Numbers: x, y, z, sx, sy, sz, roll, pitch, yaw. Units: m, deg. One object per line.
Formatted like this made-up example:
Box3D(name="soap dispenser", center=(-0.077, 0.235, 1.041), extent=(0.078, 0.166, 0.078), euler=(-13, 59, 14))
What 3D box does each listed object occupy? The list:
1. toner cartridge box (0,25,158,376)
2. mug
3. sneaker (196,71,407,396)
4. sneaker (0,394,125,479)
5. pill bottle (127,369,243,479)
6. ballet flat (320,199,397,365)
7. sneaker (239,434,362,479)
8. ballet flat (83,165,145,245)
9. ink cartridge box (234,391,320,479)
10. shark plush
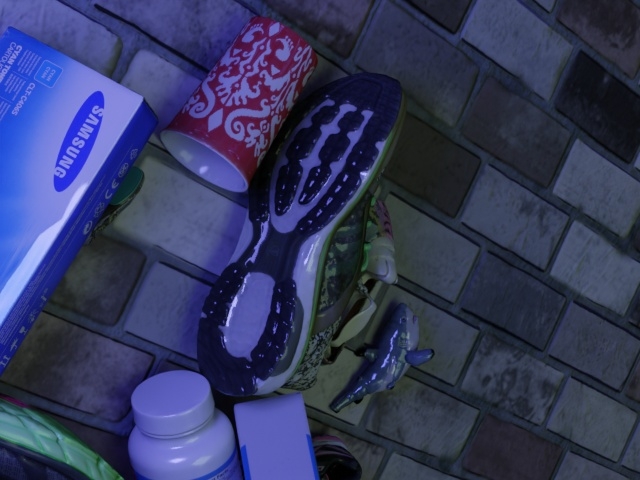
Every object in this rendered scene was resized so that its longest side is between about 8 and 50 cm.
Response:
Box3D(name="toner cartridge box", center=(-0.319, -0.019, 1.758), extent=(0.347, 0.165, 0.075), euler=(-60, 166, -9))
Box3D(name="mug", center=(-0.090, -0.151, 2.011), extent=(0.113, 0.150, 0.169), euler=(35, 74, -11))
Box3D(name="sneaker", center=(0.000, 0.000, 2.125), extent=(0.182, 0.158, 0.410), euler=(28, 88, -57))
Box3D(name="sneaker", center=(-0.304, 0.313, 1.913), extent=(0.202, 0.185, 0.483), euler=(-53, 135, -20))
Box3D(name="pill bottle", center=(-0.153, 0.263, 2.089), extent=(0.124, 0.124, 0.221), euler=(-31, 126, -33))
Box3D(name="ballet flat", center=(0.046, 0.058, 2.235), extent=(0.077, 0.079, 0.221), euler=(36, 80, -46))
Box3D(name="sneaker", center=(-0.026, 0.288, 2.254), extent=(0.178, 0.077, 0.072), euler=(-16, 116, -30))
Box3D(name="ballet flat", center=(-0.233, -0.034, 1.949), extent=(0.114, 0.041, 0.041), euler=(-45, 134, -22))
Box3D(name="ink cartridge box", center=(-0.040, 0.302, 2.117), extent=(0.086, 0.148, 0.203), euler=(-10, 131, -3))
Box3D(name="shark plush", center=(0.069, 0.156, 2.346), extent=(0.161, 0.073, 0.067), euler=(-41, 115, 2))
